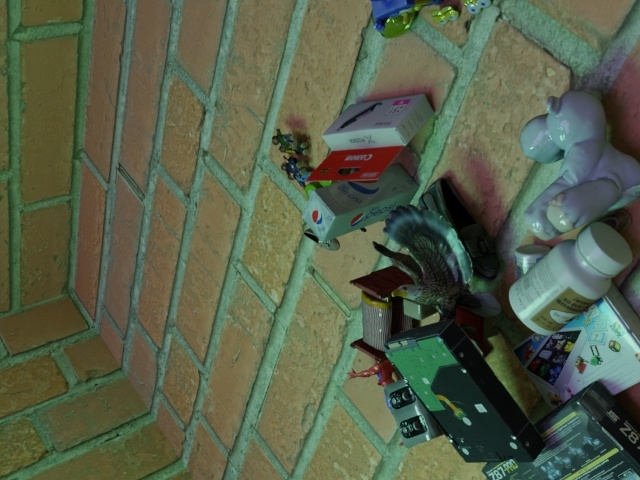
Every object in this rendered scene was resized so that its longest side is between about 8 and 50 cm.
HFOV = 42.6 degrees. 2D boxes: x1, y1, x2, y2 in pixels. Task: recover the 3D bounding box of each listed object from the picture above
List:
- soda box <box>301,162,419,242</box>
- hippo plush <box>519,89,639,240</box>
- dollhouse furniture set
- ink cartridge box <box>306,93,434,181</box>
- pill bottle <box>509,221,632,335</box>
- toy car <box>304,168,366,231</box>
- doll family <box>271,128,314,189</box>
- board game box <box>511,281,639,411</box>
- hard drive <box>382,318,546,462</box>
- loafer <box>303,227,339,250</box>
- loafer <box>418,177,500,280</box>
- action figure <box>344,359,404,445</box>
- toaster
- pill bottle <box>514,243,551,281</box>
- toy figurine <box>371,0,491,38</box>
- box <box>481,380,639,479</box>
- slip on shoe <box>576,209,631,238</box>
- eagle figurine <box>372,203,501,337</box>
[{"bbox_3d":[0.098,-0.094,1.966,0.091,0.286,0.098,51,140,23],"label":"soda box"},{"bbox_3d":[0.462,-0.150,1.505,0.294,0.234,0.237,-33,79,54],"label":"hippo plush"},{"bbox_3d":[0.247,0.218,2.026,0.374,0.152,0.202,22,122,47],"label":"dollhouse furniture set"},{"bbox_3d":[0.100,-0.240,1.946,0.275,0.239,0.060,3,136,52],"label":"ink cartridge box"},{"bbox_3d":[0.487,0.073,1.598,0.131,0.131,0.229,56,132,20],"label":"pill bottle"},{"bbox_3d":[0.084,-0.112,2.106,0.188,0.155,0.149,54,142,7],"label":"toy car"},{"bbox_3d":[-0.078,-0.229,2.326,0.111,0.076,0.193,6,113,47],"label":"doll family"},{"bbox_3d":[0.553,0.241,1.716,0.193,0.053,0.305,58,143,15],"label":"board game box"},{"bbox_3d":[0.302,0.331,1.770,0.339,0.064,0.237,52,149,-5],"label":"hard drive"},{"bbox_3d":[0.000,0.000,2.352,0.125,0.039,0.045,33,129,41],"label":"loafer"},{"bbox_3d":[0.323,-0.029,1.870,0.268,0.096,0.084,54,135,26],"label":"loafer"},{"bbox_3d":[0.173,0.424,2.269,0.139,0.091,0.281,-22,88,46],"label":"action figure"},{"bbox_3d":[0.276,0.417,2.074,0.110,0.185,0.168,-36,68,51],"label":"toaster"},{"bbox_3d":[0.456,0.083,1.752,0.078,0.078,0.137,13,115,50],"label":"pill bottle"},{"bbox_3d":[0.164,-0.538,1.738,0.362,0.217,0.191,-3,103,53],"label":"toy figurine"},{"bbox_3d":[0.566,0.521,1.750,0.318,0.097,0.395,46,140,13],"label":"box"},{"bbox_3d":[0.548,-0.017,1.615,0.135,0.041,0.052,-36,76,53],"label":"slip on shoe"},{"bbox_3d":[0.242,0.083,1.831,0.226,0.225,0.299,-28,64,26],"label":"eagle figurine"}]
